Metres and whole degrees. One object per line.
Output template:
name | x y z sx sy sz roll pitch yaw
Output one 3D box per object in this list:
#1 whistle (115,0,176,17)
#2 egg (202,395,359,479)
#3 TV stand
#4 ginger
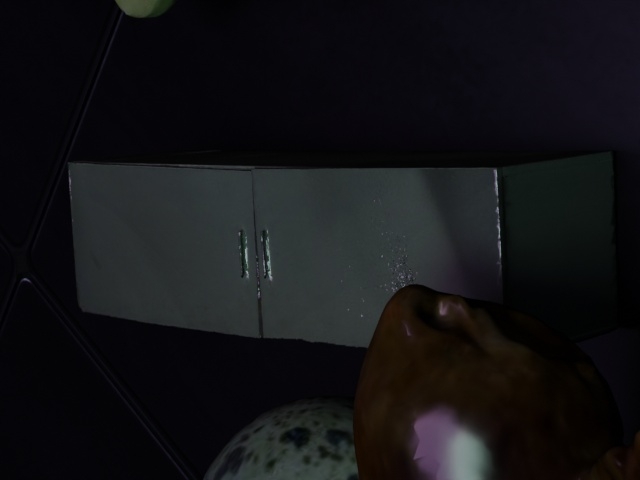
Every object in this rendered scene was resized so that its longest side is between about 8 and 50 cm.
whistle | -0.022 -0.176 0.649 0.288 0.106 0.131 1 103 44
egg | 0.008 0.153 0.653 0.132 0.132 0.172 11 118 43
TV stand | 0.000 0.000 0.668 0.269 0.088 0.082 3 98 45
ginger | 0.130 0.227 0.514 0.254 0.176 0.418 7 106 30
